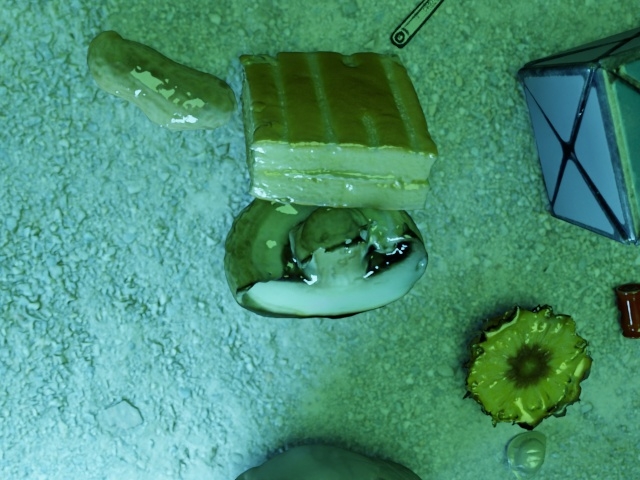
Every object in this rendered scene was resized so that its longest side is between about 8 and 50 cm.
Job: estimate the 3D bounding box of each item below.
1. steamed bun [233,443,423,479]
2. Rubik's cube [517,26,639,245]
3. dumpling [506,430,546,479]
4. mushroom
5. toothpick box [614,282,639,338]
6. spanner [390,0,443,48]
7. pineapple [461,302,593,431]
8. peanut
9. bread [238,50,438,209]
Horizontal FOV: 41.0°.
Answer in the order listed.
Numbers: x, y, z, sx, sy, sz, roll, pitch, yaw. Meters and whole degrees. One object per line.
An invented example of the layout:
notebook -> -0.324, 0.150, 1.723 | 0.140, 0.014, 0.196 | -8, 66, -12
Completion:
steamed bun -> -0.022, 0.437, 1.230 | 0.383, 0.247, 0.236 | -35, 106, 0
Rubik's cube -> 0.456, -0.157, 1.188 | 0.260, 0.255, 0.259 | -20, 102, -4
dumpling -> 0.328, 0.342, 1.373 | 0.059, 0.043, 0.077 | 29, 99, 9
mushroom -> 0.005, 0.003, 1.195 | 0.267, 0.164, 0.189 | -22, 147, 12
toothpick box -> 0.493, 0.113, 1.351 | 0.047, 0.047, 0.083 | -14, 103, -6
spanner -> 0.178, -0.358, 1.233 | 0.046, 0.012, 0.208 | 42, 92, -14
pineapple -> 0.311, 0.188, 1.322 | 0.224, 0.076, 0.225 | -2, 104, -8
peanut -> -0.216, -0.209, 1.161 | 0.214, 0.099, 0.099 | 29, 95, -14
bread -> 0.012, -0.157, 1.135 | 0.239, 0.246, 0.111 | 3, 132, -10
